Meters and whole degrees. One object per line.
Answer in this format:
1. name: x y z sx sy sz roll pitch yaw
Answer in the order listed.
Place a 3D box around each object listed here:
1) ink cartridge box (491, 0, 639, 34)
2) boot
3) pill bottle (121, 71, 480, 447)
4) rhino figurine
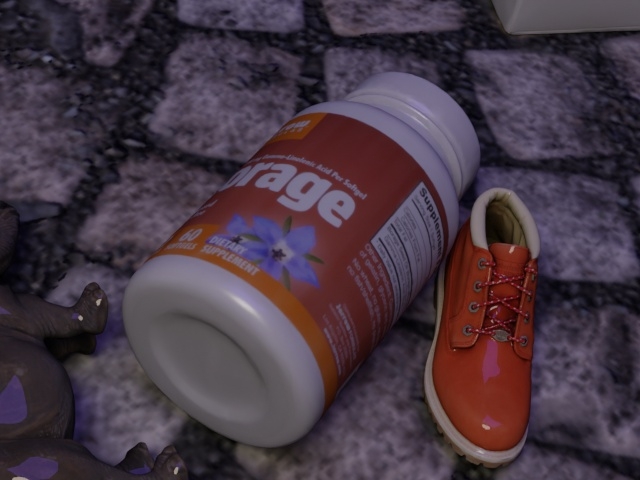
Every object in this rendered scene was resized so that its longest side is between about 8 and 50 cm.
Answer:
1. ink cartridge box: 0.212 -0.322 0.964 0.197 0.198 0.270 -5 53 -16
2. boot: 0.094 0.045 0.709 0.059 0.084 0.158 8 51 -9
3. pill bottle: 0.000 0.000 0.699 0.121 0.121 0.216 31 51 13
4. rhino figurine: -0.163 0.055 0.649 0.106 0.073 0.243 -14 54 -27
